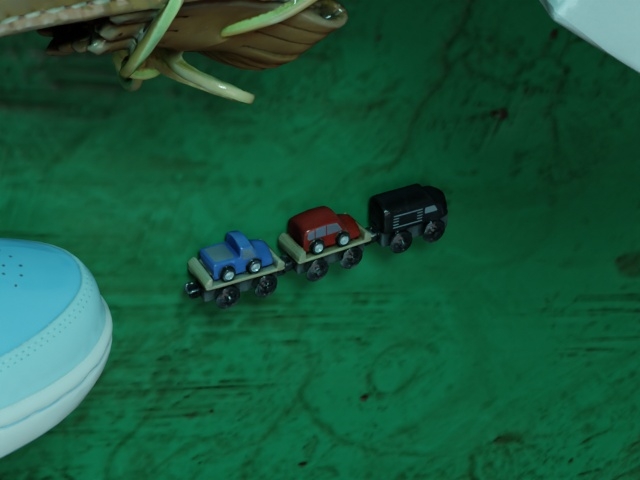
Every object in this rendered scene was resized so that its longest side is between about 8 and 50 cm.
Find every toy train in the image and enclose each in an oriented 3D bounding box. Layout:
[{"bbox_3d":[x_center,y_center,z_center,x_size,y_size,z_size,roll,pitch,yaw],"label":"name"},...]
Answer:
[{"bbox_3d":[0.000,0.000,0.874,0.158,0.027,0.036,-17,129,-24],"label":"toy train"}]

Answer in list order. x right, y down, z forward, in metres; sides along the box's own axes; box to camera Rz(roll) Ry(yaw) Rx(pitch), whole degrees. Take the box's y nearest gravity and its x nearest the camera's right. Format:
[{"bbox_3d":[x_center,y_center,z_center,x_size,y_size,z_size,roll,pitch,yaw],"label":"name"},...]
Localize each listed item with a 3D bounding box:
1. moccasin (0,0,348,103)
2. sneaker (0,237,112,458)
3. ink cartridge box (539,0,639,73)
[{"bbox_3d":[-0.037,-0.124,0.678,0.380,0.139,0.147,-22,127,-32],"label":"moccasin"},{"bbox_3d":[-0.216,-0.006,0.645,0.319,0.127,0.208,-6,129,-33],"label":"sneaker"},{"bbox_3d":[0.265,-0.154,0.626,0.261,0.066,0.296,25,118,-30],"label":"ink cartridge box"}]
